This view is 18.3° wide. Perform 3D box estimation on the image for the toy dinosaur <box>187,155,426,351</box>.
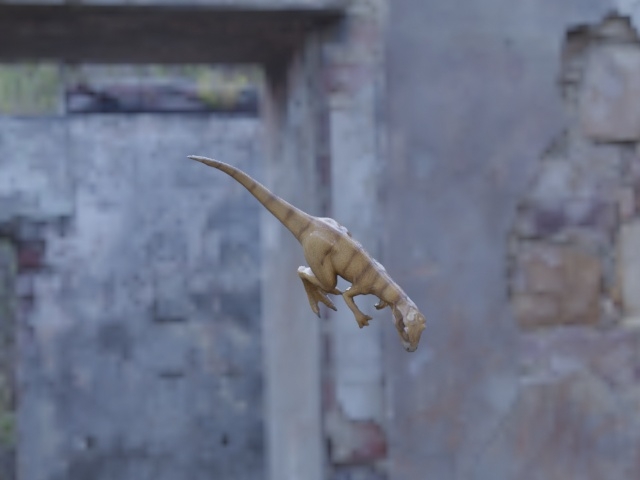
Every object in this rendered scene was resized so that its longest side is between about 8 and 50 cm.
[{"bbox_3d":[0.000,0.000,1.471,0.211,0.064,0.112,37,-18,7],"label":"toy dinosaur"}]
